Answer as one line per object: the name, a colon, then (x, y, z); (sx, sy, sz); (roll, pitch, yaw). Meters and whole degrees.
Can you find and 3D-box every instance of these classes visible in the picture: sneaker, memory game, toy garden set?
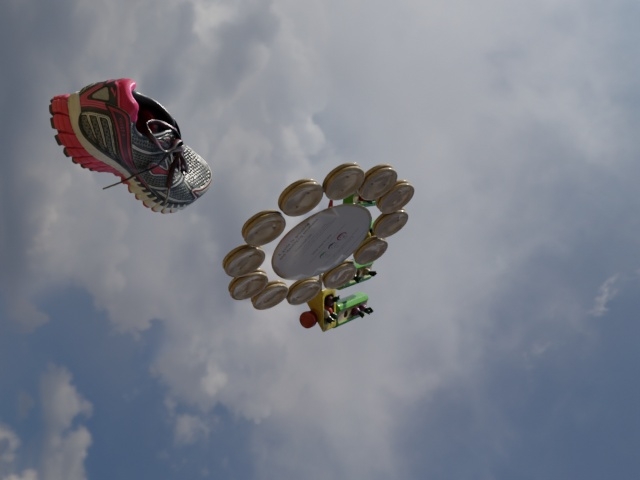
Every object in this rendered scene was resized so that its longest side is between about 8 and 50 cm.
sneaker: (-0.227, -0.121, 0.927); (0.112, 0.299, 0.121); (-18, -107, 15)
memory game: (0.000, 0.000, 0.592); (0.186, 0.186, 0.012); (-54, -127, 34)
toy garden set: (0.049, 0.030, 1.106); (0.049, 0.204, 0.244); (13, -78, 29)
